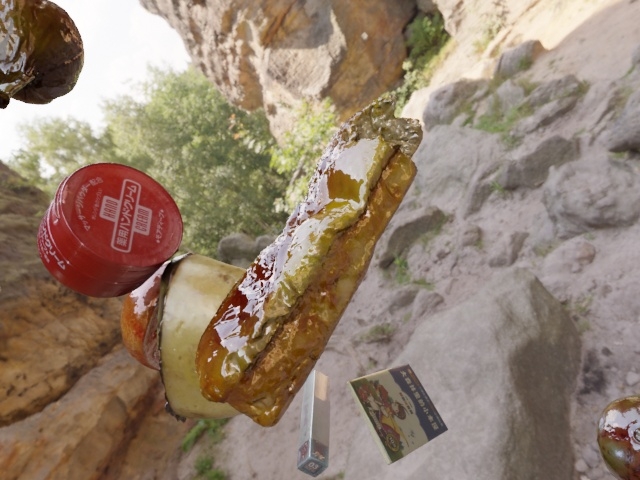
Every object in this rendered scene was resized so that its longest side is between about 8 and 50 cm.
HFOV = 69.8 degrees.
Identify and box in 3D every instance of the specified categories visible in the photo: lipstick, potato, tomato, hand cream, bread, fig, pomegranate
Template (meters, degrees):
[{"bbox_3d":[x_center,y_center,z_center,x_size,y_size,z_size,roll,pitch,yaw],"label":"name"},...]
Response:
[{"bbox_3d":[-0.018,0.614,1.580,0.076,0.080,0.371,-51,16,24],"label":"lipstick"},{"bbox_3d":[-0.138,0.167,0.765,0.242,0.243,0.285,172,101,-66],"label":"potato"},{"bbox_3d":[-0.315,0.141,0.931,0.237,0.095,0.236,19,-90,-74],"label":"tomato"},{"bbox_3d":[-0.330,-0.014,0.728,0.125,0.193,0.193,-38,17,35],"label":"hand cream"},{"bbox_3d":[0.000,0.000,0.497,0.380,0.109,0.185,-58,4,-11],"label":"bread"},{"bbox_3d":[-0.499,-0.276,0.757,0.191,0.191,0.290,-34,54,37],"label":"fig"},{"bbox_3d":[0.397,0.249,0.545,0.130,0.130,0.130,-42,16,15],"label":"pomegranate"}]

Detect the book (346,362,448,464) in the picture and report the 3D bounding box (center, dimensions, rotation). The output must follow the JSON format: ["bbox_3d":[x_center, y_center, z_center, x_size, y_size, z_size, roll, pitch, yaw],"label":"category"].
[{"bbox_3d":[0.225,0.471,1.295,0.322,0.228,0.018,3,-40,-50],"label":"book"}]
